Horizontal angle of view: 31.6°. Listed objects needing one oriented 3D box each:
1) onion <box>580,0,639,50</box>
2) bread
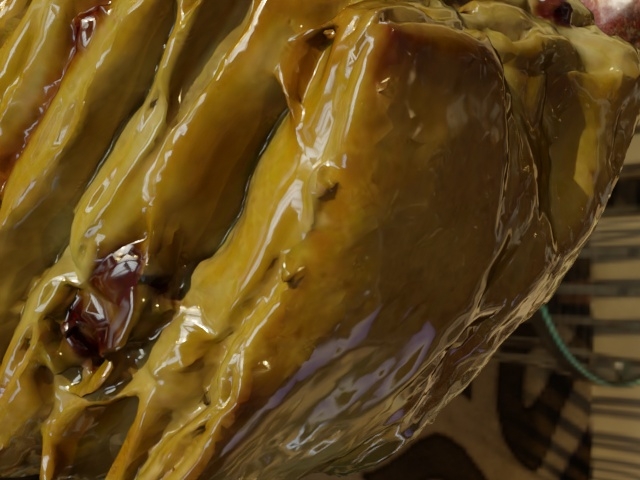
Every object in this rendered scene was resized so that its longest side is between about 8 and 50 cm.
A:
[{"bbox_3d":[0.244,-0.195,0.885,0.159,0.159,0.195,17,64,-43],"label":"onion"},{"bbox_3d":[0.000,0.000,0.552,0.370,0.191,0.314,9,116,-45],"label":"bread"}]
